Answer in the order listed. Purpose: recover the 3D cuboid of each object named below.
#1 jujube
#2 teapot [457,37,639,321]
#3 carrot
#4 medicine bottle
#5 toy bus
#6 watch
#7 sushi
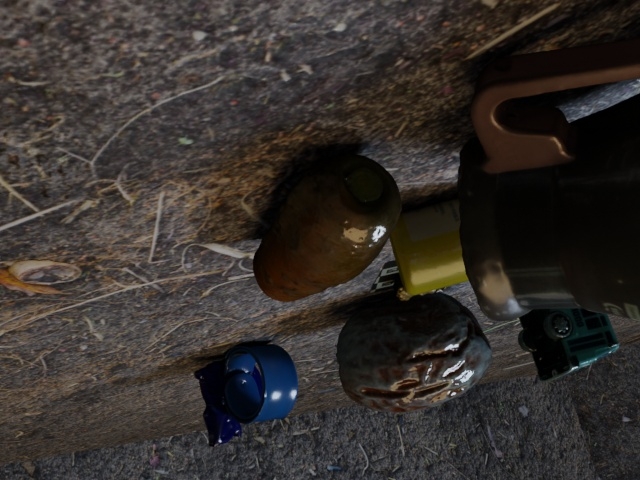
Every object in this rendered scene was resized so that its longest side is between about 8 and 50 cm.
[{"bbox_3d":[0.195,0.231,1.682,0.307,0.247,0.216,-7,121,13],"label":"jujube"},{"bbox_3d":[0.329,-0.053,0.882,0.361,0.306,0.376,-6,137,30],"label":"teapot"},{"bbox_3d":[0.000,0.000,1.032,0.138,0.139,0.302,-8,162,-19],"label":"carrot"},{"bbox_3d":[0.212,-0.003,1.191,0.212,0.122,0.122,-15,162,2],"label":"medicine bottle"},{"bbox_3d":[0.434,0.116,1.502,0.147,0.256,0.128,-11,162,-19],"label":"toy bus"},{"bbox_3d":[-0.151,0.324,1.786,0.200,0.196,0.171,-21,172,43],"label":"watch"},{"bbox_3d":[0.213,0.074,1.535,0.215,0.051,0.192,-11,162,-11],"label":"sushi"}]
